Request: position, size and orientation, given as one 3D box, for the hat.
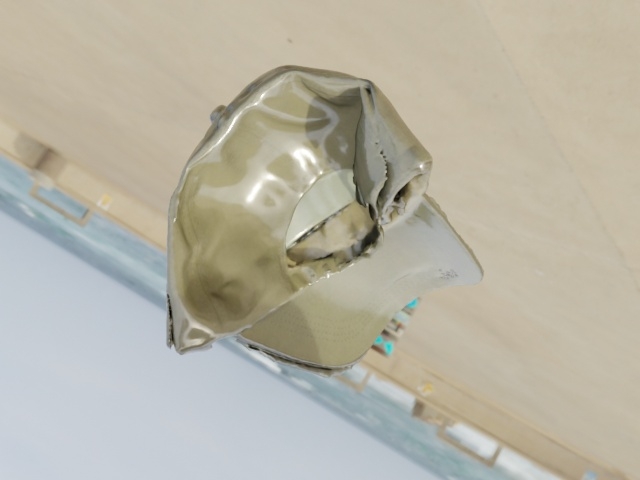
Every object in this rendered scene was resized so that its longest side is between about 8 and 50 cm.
[{"bbox_3d":[0.000,0.000,0.436,0.175,0.147,0.085,38,-159,-54],"label":"hat"}]
